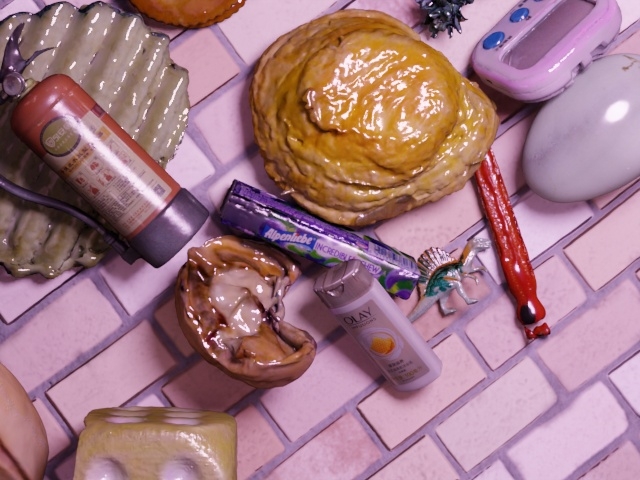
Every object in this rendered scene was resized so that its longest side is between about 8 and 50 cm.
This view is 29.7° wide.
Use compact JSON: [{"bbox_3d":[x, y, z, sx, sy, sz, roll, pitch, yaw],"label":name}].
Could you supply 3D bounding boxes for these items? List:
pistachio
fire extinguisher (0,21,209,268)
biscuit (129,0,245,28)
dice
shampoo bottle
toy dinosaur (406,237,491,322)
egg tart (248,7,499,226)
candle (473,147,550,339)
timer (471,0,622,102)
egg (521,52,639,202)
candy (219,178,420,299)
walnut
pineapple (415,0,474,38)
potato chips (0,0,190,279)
[{"bbox_3d":[-0.480,0.261,1.695,0.162,0.181,0.293,-34,127,-19],"label":"pistachio"},{"bbox_3d":[-0.348,-0.106,1.700,0.200,0.113,0.376,-44,101,-5],"label":"fire extinguisher"},{"bbox_3d":[-0.200,-0.423,1.800,0.220,0.066,0.220,0,88,-2],"label":"biscuit"},{"bbox_3d":[-0.230,0.359,1.698,0.226,0.238,0.233,1,90,-5],"label":"dice"},{"bbox_3d":[0.086,0.128,1.776,0.086,0.056,0.227,-25,118,27],"label":"shampoo bottle"},{"bbox_3d":[0.181,0.061,1.842,0.187,0.044,0.106,-19,77,8],"label":"toy dinosaur"},{"bbox_3d":[0.066,-0.183,1.765,0.339,0.153,0.351,-43,87,-7],"label":"egg tart"},{"bbox_3d":[0.284,-0.006,1.842,0.048,0.051,0.329,-19,91,-8],"label":"candle"},{"bbox_3d":[0.334,-0.295,1.789,0.208,0.191,0.069,-42,125,-5],"label":"timer"},{"bbox_3d":[0.413,-0.163,1.791,0.264,0.183,0.183,-40,93,2],"label":"egg"},{"bbox_3d":[0.000,0.000,1.796,0.312,0.088,0.061,24,105,-5],"label":"candy"},{"bbox_3d":[-0.122,0.113,1.753,0.204,0.141,0.238,9,45,-22],"label":"walnut"},{"bbox_3d":[0.237,-0.399,1.819,0.221,0.103,0.083,-46,106,-5],"label":"pineapple"},{"bbox_3d":[-0.397,-0.160,1.780,0.358,0.070,0.429,27,90,-9],"label":"potato chips"}]
